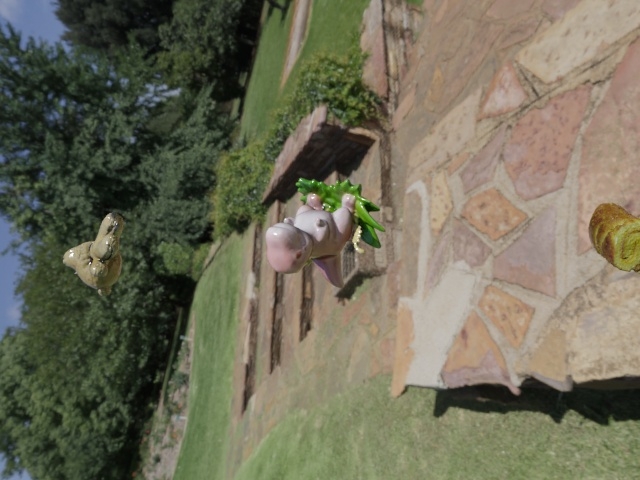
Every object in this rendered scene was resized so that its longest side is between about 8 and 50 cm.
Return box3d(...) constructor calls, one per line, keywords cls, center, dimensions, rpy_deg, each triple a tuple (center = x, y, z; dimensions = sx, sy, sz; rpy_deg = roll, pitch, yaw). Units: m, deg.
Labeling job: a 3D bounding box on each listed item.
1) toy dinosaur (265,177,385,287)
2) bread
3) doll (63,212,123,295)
box3d(cls="toy dinosaur", center=(0.007, 0.002, 0.677), dimensions=(0.194, 0.152, 0.177), rpy_deg=(75, -147, -52))
box3d(cls="bread", center=(0.697, -0.007, 1.095), dimensions=(0.172, 0.103, 0.132), rpy_deg=(-55, -37, -68))
box3d(cls="doll", center=(-0.193, 0.010, 0.428), dimensions=(0.093, 0.051, 0.061), rpy_deg=(-25, 52, 34))
